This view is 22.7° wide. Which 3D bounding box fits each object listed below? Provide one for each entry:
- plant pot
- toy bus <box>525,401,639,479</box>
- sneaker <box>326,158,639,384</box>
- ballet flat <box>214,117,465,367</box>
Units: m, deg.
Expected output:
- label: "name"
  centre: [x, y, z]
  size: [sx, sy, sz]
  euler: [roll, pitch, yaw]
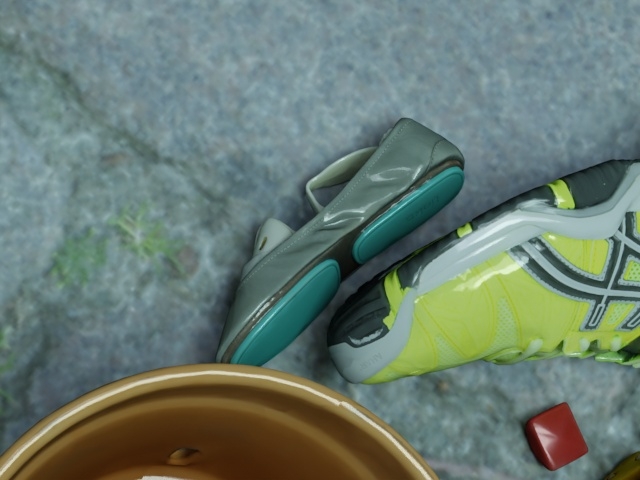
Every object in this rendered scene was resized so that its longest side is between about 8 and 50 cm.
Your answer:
- label: "plant pot"
  centre: [-0.075, 0.218, 0.877]
  size: [0.291, 0.203, 0.290]
  euler: [2, 82, -14]
- label: "toy bus"
  centre: [0.232, 0.182, 1.017]
  size: [0.191, 0.104, 0.202]
  euler: [6, 81, -15]
- label: "sneaker"
  centre: [0.191, 0.026, 1.009]
  size: [0.385, 0.145, 0.147]
  euler: [-19, 87, -16]
- label: "ballet flat"
  centre: [0.000, 0.000, 1.009]
  size: [0.213, 0.072, 0.068]
  euler: [-40, 66, -18]
